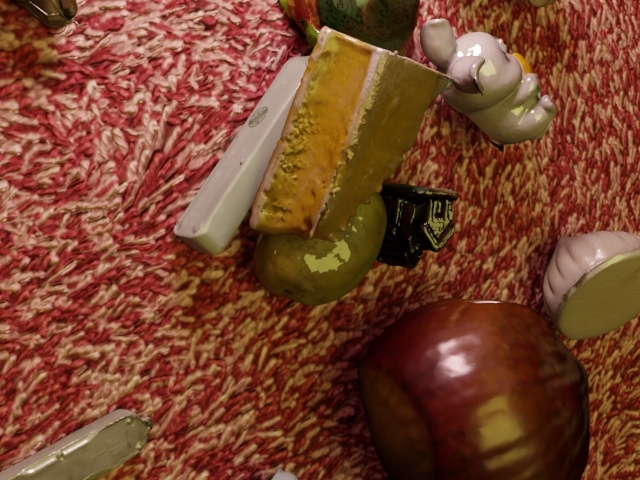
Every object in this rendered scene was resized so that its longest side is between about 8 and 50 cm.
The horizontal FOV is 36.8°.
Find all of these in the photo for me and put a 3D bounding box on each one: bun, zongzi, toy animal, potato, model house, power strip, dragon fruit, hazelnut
[{"bbox_3d":[0.559,0.062,1.986,0.263,0.175,0.263,-15,138,-14],"label":"bun"},{"bbox_3d":[-0.437,-0.352,1.305,0.184,0.084,0.187,-24,113,-15],"label":"zongzi"},{"bbox_3d":[0.299,-0.279,1.731,0.154,0.208,0.325,-47,150,21],"label":"toy animal"},{"bbox_3d":[-0.001,-0.002,1.590,0.197,0.148,0.228,25,73,-20],"label":"potato"},{"bbox_3d":[0.155,-0.025,1.707,0.106,0.165,0.152,-3,98,-51],"label":"model house"},{"bbox_3d":[-0.379,0.337,1.432,0.286,0.048,0.080,-28,113,-29],"label":"power strip"},{"bbox_3d":[-0.098,-0.149,1.545,0.062,0.091,0.385,42,72,-31],"label":"power strip"},{"bbox_3d":[0.060,-0.416,1.606,0.295,0.130,0.268,33,82,-33],"label":"dragon fruit"},{"bbox_3d":[0.262,0.313,1.656,0.402,0.402,0.429,-18,95,-31],"label":"hazelnut"}]

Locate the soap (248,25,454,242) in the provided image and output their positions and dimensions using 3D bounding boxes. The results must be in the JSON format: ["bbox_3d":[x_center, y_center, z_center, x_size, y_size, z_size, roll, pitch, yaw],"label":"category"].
[{"bbox_3d":[0.061,-0.145,1.556,0.304,0.169,0.339,5,110,-56],"label":"soap"}]

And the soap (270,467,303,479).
[{"bbox_3d":[-0.027,0.518,1.618,0.095,0.173,0.289,-40,116,-24],"label":"soap"}]

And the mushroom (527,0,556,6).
[{"bbox_3d":[0.401,-0.511,1.834,0.154,0.122,0.154,33,38,-31],"label":"mushroom"}]
